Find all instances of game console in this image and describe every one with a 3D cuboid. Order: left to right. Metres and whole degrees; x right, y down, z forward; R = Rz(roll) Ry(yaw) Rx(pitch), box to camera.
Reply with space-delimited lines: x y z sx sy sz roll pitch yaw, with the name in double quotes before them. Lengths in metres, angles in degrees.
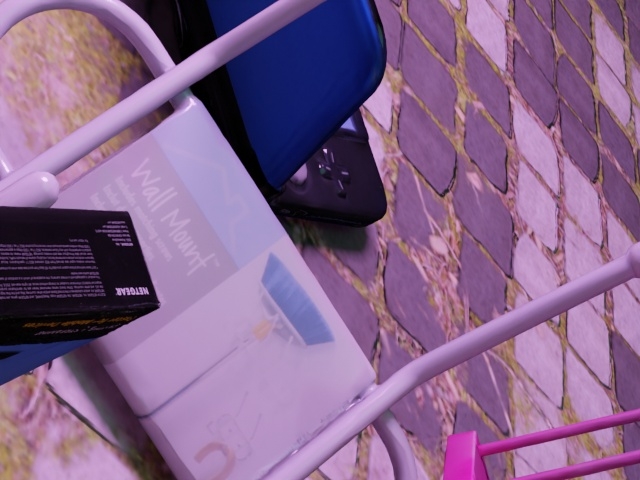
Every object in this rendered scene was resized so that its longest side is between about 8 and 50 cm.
"game console" -0.008 -0.177 0.947 0.250 0.173 0.293 7 62 -58

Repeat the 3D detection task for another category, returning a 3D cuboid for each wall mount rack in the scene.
"wall mount rack" 0.000 0.000 0.745 0.304 0.130 0.350 -37 103 -24

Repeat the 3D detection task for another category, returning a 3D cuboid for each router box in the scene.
"router box" -0.164 0.031 0.553 0.179 0.133 0.046 1 66 -59

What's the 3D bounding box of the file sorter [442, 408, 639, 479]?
"file sorter" 0.171 0.223 0.801 0.290 0.182 0.202 -61 136 -75
